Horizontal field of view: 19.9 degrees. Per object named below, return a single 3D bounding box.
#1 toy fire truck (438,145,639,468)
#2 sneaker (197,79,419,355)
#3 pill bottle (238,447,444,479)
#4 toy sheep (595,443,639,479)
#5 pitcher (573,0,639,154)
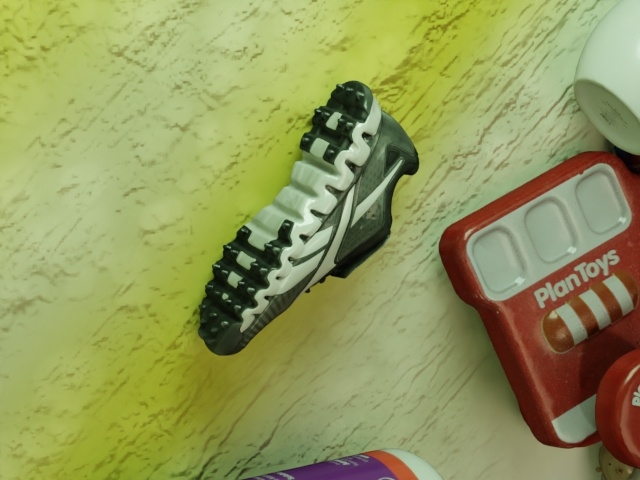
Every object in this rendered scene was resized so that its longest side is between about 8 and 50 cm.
[{"bbox_3d":[0.270,0.035,1.544,0.302,0.169,0.254,-29,104,-19],"label":"toy fire truck"},{"bbox_3d":[0.000,0.000,1.404,0.106,0.078,0.234,33,89,-34],"label":"sneaker"},{"bbox_3d":[-0.050,0.277,1.427,0.322,0.181,0.182,-9,115,-28],"label":"pill bottle"},{"bbox_3d":[0.308,0.221,1.679,0.132,0.091,0.091,31,93,-18],"label":"toy sheep"},{"bbox_3d":[0.324,-0.149,1.488,0.207,0.125,0.178,-43,87,-14],"label":"pitcher"}]
